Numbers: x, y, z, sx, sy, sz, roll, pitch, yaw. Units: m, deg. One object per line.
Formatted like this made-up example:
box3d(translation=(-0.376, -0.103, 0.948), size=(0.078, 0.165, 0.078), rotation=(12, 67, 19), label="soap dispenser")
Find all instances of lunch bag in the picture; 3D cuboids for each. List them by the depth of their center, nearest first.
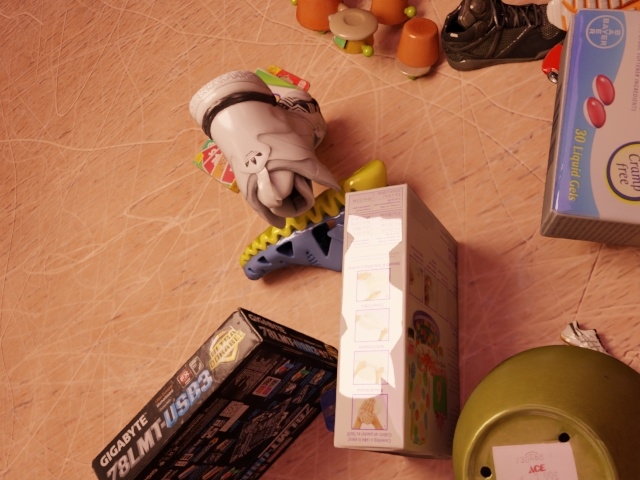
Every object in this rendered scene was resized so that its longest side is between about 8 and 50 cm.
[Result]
box3d(translation=(0.053, 0.250, 0.977), size=(0.098, 0.065, 0.067), rotation=(-27, 61, 18), label="lunch bag")

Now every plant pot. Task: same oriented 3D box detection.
box3d(translation=(0.258, 0.245, 0.709), size=(0.274, 0.293, 0.275), rotation=(-5, 77, 24), label="plant pot")

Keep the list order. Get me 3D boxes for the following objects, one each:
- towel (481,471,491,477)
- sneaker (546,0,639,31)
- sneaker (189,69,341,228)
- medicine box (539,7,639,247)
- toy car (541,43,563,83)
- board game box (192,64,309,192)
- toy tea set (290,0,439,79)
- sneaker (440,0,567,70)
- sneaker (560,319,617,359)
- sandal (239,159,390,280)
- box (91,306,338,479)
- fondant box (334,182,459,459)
box3d(translation=(0.220, 0.354, 0.879), size=(0.060, 0.009, 0.083), rotation=(-7, 69, 26), label="towel")
box3d(translation=(0.450, -0.363, 0.975), size=(0.214, 0.084, 0.083), rotation=(-8, 27, 11), label="sneaker")
box3d(translation=(-0.054, -0.132, 1.041), size=(0.137, 0.366, 0.210), rotation=(-32, 80, 18), label="sneaker")
box3d(translation=(0.440, -0.128, 0.804), size=(0.289, 0.149, 0.264), rotation=(7, 82, 14), label="medicine box")
box3d(translation=(0.445, -0.192, 0.940), size=(0.239, 0.053, 0.225), rotation=(-2, 71, 29), label="toy car")
box3d(translation=(-0.138, -0.230, 1.288), size=(0.124, 0.039, 0.259), rotation=(34, 87, 33), label="board game box")
box3d(translation=(0.083, -0.399, 1.206), size=(0.200, 0.124, 0.336), rotation=(-19, 55, -12), label="toy tea set")
box3d(translation=(0.300, -0.347, 1.035), size=(0.227, 0.130, 0.087), rotation=(-5, 70, 24), label="sneaker")
box3d(translation=(0.365, 0.138, 0.869), size=(0.083, 0.032, 0.037), rotation=(35, 90, 33), label="sneaker")
box3d(translation=(0.000, 0.000, 1.077), size=(0.317, 0.126, 0.138), rotation=(-29, 100, 29), label="sandal")
box3d(translation=(-0.120, 0.252, 0.936), size=(0.295, 0.293, 0.073), rotation=(-47, 58, 6), label="box")
box3d(translation=(0.115, 0.121, 0.889), size=(0.096, 0.238, 0.330), rotation=(-8, 68, 26), label="fondant box")
